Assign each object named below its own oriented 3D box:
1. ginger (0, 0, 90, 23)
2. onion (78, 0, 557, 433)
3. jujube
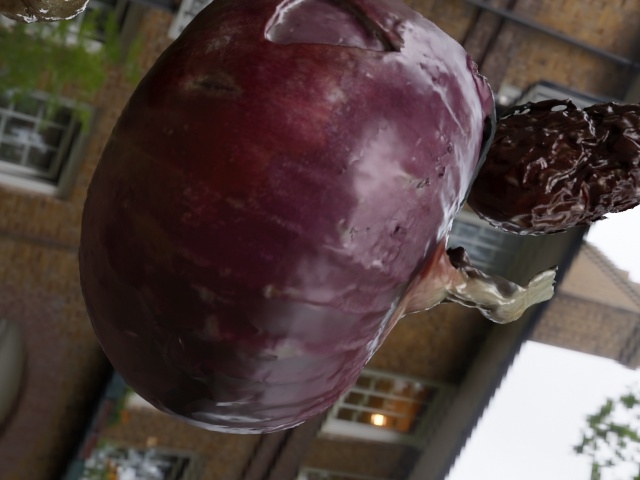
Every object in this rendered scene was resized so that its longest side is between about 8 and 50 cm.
[{"bbox_3d":[-0.105,-0.209,0.741,0.258,0.065,0.149,-37,-153,35],"label":"ginger"},{"bbox_3d":[-0.029,-0.009,0.773,0.272,0.256,0.230,14,-129,25],"label":"onion"},{"bbox_3d":[0.189,-0.053,0.992,0.104,0.166,0.104,-7,90,-85],"label":"jujube"}]
